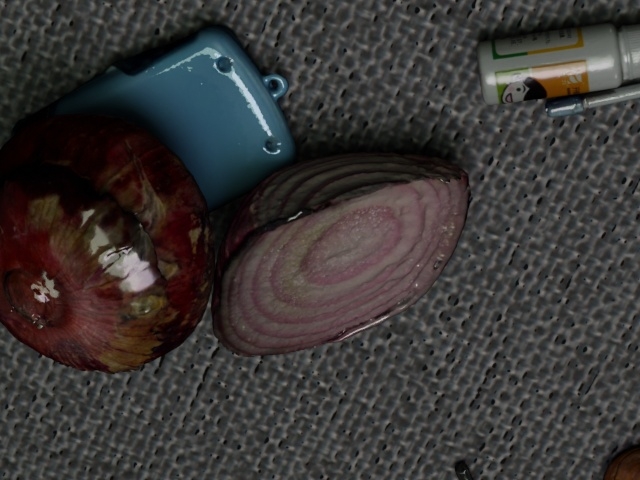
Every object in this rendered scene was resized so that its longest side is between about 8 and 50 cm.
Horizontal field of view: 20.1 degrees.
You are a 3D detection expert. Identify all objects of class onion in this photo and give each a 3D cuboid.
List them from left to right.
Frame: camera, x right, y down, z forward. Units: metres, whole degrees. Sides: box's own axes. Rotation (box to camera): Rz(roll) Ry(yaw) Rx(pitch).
[{"bbox_3d":[-0.213,0.008,1.647,0.246,0.190,0.246,16,122,28],"label":"onion"},{"bbox_3d":[0.000,0.000,1.733,0.250,0.111,0.247,-14,147,-22],"label":"onion"}]

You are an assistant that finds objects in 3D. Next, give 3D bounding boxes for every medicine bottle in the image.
[{"bbox_3d":[0.259,-0.159,1.676,0.221,0.061,0.092,-8,139,8],"label":"medicine bottle"}]

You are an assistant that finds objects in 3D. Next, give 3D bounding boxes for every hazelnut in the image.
[{"bbox_3d":[0.335,0.254,1.854,0.086,0.086,0.086,2,115,3],"label":"hazelnut"}]

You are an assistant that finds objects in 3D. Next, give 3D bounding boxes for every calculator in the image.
[{"bbox_3d":[-0.161,-0.093,1.736,0.293,0.051,0.173,-25,110,16],"label":"calculator"}]

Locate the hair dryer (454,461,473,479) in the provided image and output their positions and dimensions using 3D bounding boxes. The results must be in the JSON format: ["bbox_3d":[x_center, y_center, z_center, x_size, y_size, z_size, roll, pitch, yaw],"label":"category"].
[{"bbox_3d":[0.173,0.351,1.923,0.196,0.078,0.248,-21,102,14],"label":"hair dryer"}]
